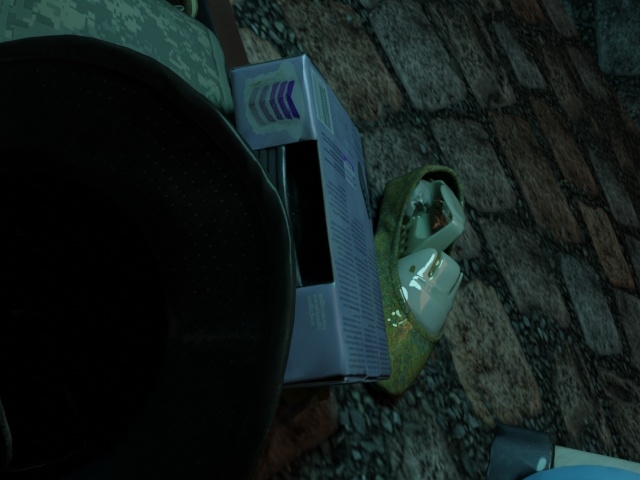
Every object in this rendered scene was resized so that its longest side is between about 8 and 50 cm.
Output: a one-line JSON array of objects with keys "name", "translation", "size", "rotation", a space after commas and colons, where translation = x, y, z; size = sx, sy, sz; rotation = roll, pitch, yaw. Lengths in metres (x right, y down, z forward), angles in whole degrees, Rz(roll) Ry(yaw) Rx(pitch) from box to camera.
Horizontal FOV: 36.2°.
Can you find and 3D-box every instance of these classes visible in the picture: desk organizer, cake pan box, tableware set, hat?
[{"name": "desk organizer", "translation": [-0.115, -0.212, 1.058], "size": [0.050, 0.047, 0.130], "rotation": [13, 54, -56]}, {"name": "cake pan box", "translation": [0.000, 0.000, 0.818], "size": [0.267, 0.070, 0.246], "rotation": [30, 50, -77]}, {"name": "tableware set", "translation": [-0.026, 0.086, 0.923], "size": [0.104, 0.024, 0.154], "rotation": [-31, 108, -53]}, {"name": "hat", "translation": [-0.153, 0.065, 0.533], "size": [0.134, 0.331, 0.331], "rotation": [41, 28, -69]}]

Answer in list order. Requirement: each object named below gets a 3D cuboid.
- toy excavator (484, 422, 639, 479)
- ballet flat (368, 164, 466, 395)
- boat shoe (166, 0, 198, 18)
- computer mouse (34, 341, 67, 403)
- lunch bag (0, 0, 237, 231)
[{"name": "toy excavator", "translation": [0.187, 0.416, 0.751], "size": [0.445, 0.222, 0.433], "rotation": [-44, 144, -68]}, {"name": "ballet flat", "translation": [0.115, 0.025, 1.140], "size": [0.123, 0.123, 0.349], "rotation": [47, 33, -23]}, {"name": "boat shoe", "translation": [-0.174, -0.305, 1.033], "size": [0.190, 0.068, 0.072], "rotation": [64, 18, 7]}, {"name": "computer mouse", "translation": [-0.135, 0.163, 0.672], "size": [0.272, 0.072, 0.188], "rotation": [60, 9, -14]}, {"name": "lunch bag", "translation": [-0.186, -0.104, 0.734], "size": [0.235, 0.169, 0.287], "rotation": [31, 45, -42]}]
